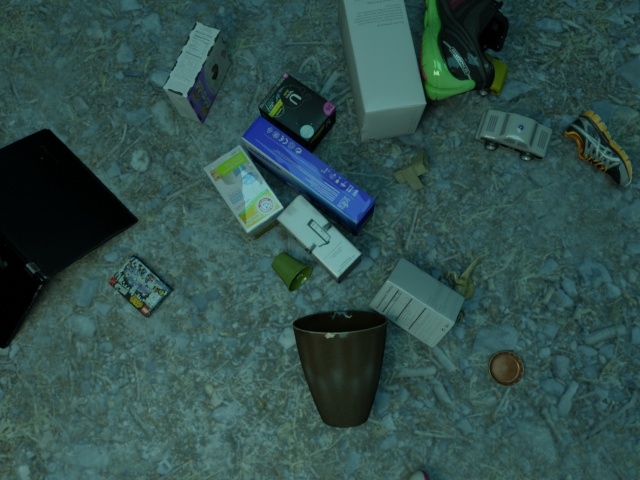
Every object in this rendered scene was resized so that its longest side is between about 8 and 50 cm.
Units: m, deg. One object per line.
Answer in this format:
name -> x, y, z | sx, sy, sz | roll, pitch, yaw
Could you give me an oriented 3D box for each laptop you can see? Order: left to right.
laptop -> -0.771, -0.016, 1.370 | 0.382, 0.236, 0.408 | 44, 112, 9

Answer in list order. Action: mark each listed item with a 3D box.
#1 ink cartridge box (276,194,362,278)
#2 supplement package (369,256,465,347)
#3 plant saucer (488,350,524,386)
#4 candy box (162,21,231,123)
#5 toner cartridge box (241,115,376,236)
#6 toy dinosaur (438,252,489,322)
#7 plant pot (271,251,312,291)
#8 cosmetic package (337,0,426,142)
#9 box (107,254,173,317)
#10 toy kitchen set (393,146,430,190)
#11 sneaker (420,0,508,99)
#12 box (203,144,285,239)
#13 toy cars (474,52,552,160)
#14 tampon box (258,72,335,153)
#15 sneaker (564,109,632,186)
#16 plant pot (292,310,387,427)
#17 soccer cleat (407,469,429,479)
ink cartridge box -> 0.000, 0.000, 1.271 | 0.203, 0.148, 0.086 | 44, 86, 10
supplement package -> 0.227, 0.145, 1.238 | 0.179, 0.105, 0.105 | 34, 41, 8
plant saucer -> 0.445, 0.308, 1.264 | 0.084, 0.013, 0.083 | 0, 80, 2
candy box -> -0.312, -0.427, 1.355 | 0.070, 0.165, 0.196 | 22, 80, 4
toner cartridge box -> -0.027, -0.153, 1.293 | 0.348, 0.165, 0.075 | 37, 83, 9
toy dinosaur -> 0.343, 0.105, 1.297 | 0.093, 0.053, 0.183 | 19, 88, -10
plant pot -> -0.078, 0.071, 1.302 | 0.079, 0.083, 0.083 | 39, 83, 20
cosmetic package -> 0.145, -0.459, 1.329 | 0.155, 0.197, 0.365 | -11, 81, -1
box -> -0.454, 0.115, 1.327 | 0.137, 0.027, 0.094 | 39, 84, 8
toy kitchen set -> 0.245, -0.180, 1.360 | 0.083, 0.075, 0.068 | -22, 120, 30
sneaker -> 0.358, -0.540, 1.308 | 0.202, 0.185, 0.482 | 4, 65, 11
box -> -0.185, -0.118, 1.323 | 0.114, 0.103, 0.203 | -34, 80, -4
toy cars -> 0.450, -0.365, 1.354 | 0.177, 0.087, 0.393 | -29, 80, -3
tampon box -> -0.058, -0.325, 1.358 | 0.161, 0.101, 0.120 | 35, 83, 8
sneaker -> 0.703, -0.221, 1.328 | 0.083, 0.084, 0.214 | -31, 76, 10
plant pot -> 0.051, 0.295, 1.201 | 0.216, 0.215, 0.230 | -4, 95, 1
soccer cleat -> 0.182, 0.680, 1.151 | 0.143, 0.116, 0.331 | 2, 80, 2
